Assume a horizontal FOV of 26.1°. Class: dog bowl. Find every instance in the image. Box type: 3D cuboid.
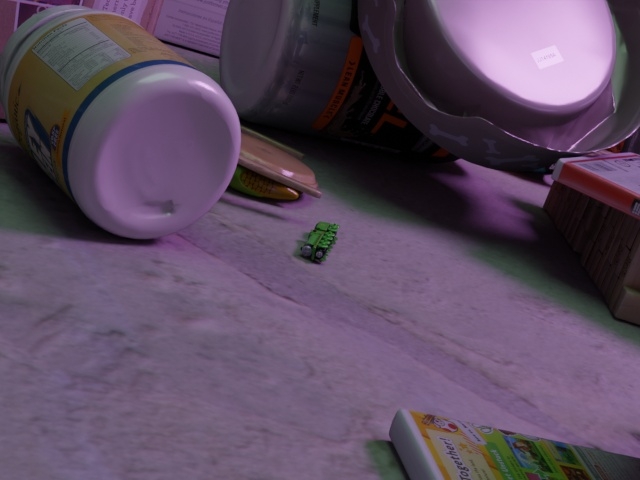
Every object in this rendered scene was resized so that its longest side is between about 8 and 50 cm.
[{"bbox_3d":[0.194,-0.230,1.466,0.348,0.102,0.349,12,63,-25],"label":"dog bowl"}]

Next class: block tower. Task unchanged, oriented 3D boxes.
[{"bbox_3d":[0.325,-0.011,1.458,0.090,0.097,0.335,16,19,-9],"label":"block tower"}]

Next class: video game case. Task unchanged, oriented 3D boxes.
[{"bbox_3d":[0.391,-0.019,1.357,0.285,0.025,0.204,28,19,28],"label":"video game case"},{"bbox_3d":[0.164,0.184,0.831,0.206,0.026,0.227,14,20,-18],"label":"video game case"}]

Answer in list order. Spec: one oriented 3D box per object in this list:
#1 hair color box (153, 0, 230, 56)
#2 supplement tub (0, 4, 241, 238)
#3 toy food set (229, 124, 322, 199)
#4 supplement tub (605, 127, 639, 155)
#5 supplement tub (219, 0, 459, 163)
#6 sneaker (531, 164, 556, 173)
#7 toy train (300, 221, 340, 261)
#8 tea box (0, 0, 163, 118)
[{"bbox_3d":[-0.112,-0.416,1.768,0.173,0.347,0.105,15,18,-16],"label":"hair color box"},{"bbox_3d":[-0.170,-0.103,1.123,0.144,0.144,0.199,5,23,-38],"label":"supplement tub"},{"bbox_3d":[-0.065,-0.071,1.333,0.132,0.039,0.192,24,12,-11],"label":"toy food set"},{"bbox_3d":[0.554,-0.119,1.851,0.316,0.194,0.193,26,19,19],"label":"supplement tub"},{"bbox_3d":[0.072,-0.205,1.576,0.337,0.207,0.207,10,20,-26],"label":"supplement tub"},{"bbox_3d":[0.309,-0.151,1.845,0.121,0.108,0.302,22,26,5],"label":"sneaker"},{"bbox_3d":[0.000,0.000,1.211,0.023,0.017,0.083,12,17,7],"label":"toy train"},{"bbox_3d":[-0.309,-0.319,1.311,0.220,0.329,0.323,1,27,-45],"label":"tea box"}]
